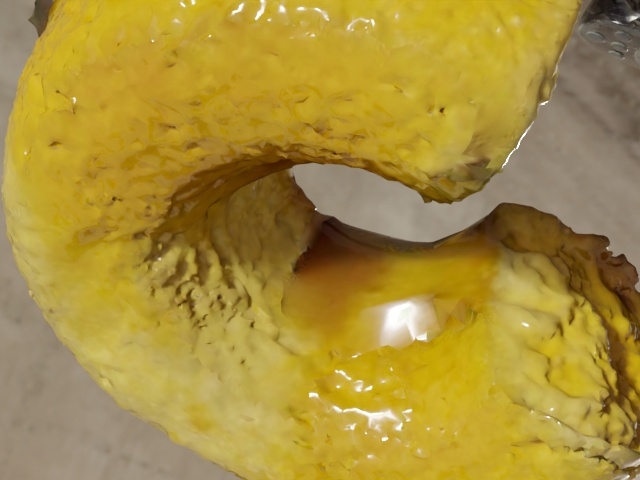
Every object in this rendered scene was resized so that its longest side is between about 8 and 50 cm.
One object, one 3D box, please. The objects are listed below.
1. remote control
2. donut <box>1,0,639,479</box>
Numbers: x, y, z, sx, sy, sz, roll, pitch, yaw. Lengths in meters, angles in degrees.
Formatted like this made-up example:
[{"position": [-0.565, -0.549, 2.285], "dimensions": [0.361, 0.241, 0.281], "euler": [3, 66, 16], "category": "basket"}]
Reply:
[{"position": [0.345, -0.148, 1.500], "dimensions": [0.266, 0.066, 0.090], "euler": [25, 173, 7], "category": "remote control"}, {"position": [0.000, 0.000, 1.020], "dimensions": [0.377, 0.163, 0.435], "euler": [-8, 126, 25], "category": "donut"}]
